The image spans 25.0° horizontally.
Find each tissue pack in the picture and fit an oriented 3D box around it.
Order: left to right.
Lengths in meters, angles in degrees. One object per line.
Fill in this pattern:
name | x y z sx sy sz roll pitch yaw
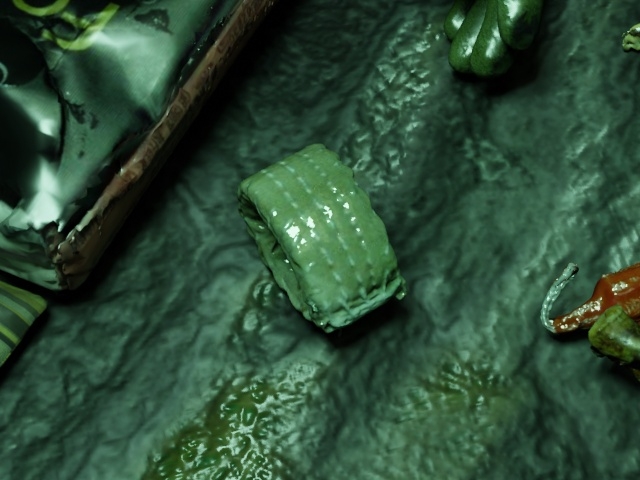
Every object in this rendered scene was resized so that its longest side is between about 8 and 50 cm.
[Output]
tissue pack | -0.172 -0.147 0.925 0.245 0.123 0.332 24 63 17

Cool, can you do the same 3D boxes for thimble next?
thimble | 0.000 0.000 0.858 0.062 0.084 0.110 -28 76 -13

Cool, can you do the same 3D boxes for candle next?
candle | 0.207 0.021 0.862 0.162 0.048 0.053 -21 32 -9

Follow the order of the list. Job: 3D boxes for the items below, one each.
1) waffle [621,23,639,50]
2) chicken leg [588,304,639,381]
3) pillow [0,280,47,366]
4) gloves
waffle | 0.289 -0.132 0.965 0.153 0.023 0.097 -23 61 -14
chicken leg | 0.234 0.087 0.804 0.178 0.070 0.093 31 105 19
pillow | -0.257 0.091 0.834 0.113 0.038 0.203 23 62 14
gloves | 0.095 -0.227 0.974 0.107 0.135 0.268 -35 54 29
